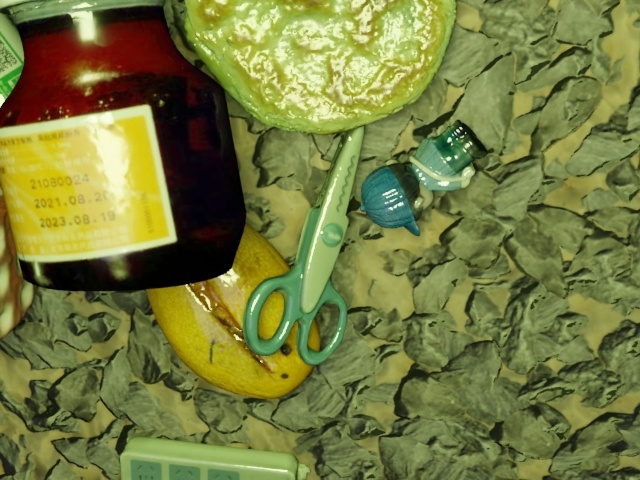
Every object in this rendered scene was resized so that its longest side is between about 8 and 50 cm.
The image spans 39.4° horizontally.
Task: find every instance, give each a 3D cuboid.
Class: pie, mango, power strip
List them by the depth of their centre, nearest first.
[{"bbox_3d":[-0.002,-0.249,0.936,0.303,0.067,0.302,0,113,0],"label":"pie"},{"bbox_3d":[-0.119,0.071,1.075,0.177,0.120,0.295,-37,106,13],"label":"mango"},{"bbox_3d":[-0.152,0.341,1.245,0.271,0.046,0.117,5,114,4],"label":"power strip"}]

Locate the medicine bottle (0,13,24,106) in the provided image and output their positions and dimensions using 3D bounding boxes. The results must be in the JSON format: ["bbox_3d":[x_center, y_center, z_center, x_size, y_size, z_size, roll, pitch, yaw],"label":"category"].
[{"bbox_3d":[-0.413,-0.231,0.975,0.133,0.133,0.274,-29,108,19],"label":"medicine bottle"}]

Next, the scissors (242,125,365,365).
[{"bbox_3d":[0.000,0.000,1.020,0.138,0.041,0.289,16,90,-32],"label":"scissors"}]

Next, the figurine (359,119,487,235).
[{"bbox_3d":[0.116,-0.069,1.011,0.149,0.087,0.086,-40,66,21],"label":"figurine"}]

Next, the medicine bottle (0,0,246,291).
[{"bbox_3d":[-0.209,-0.155,0.891,0.243,0.242,0.394,-4,98,10],"label":"medicine bottle"}]

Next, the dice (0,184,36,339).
[{"bbox_3d":[-0.452,0.027,1.074,0.179,0.174,0.174,11,114,4],"label":"dice"}]
